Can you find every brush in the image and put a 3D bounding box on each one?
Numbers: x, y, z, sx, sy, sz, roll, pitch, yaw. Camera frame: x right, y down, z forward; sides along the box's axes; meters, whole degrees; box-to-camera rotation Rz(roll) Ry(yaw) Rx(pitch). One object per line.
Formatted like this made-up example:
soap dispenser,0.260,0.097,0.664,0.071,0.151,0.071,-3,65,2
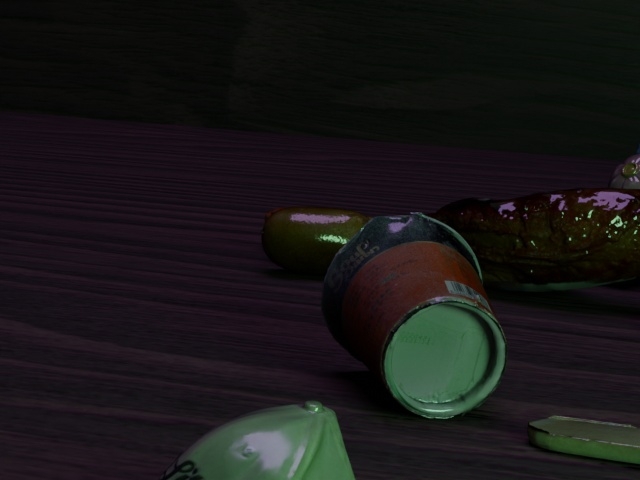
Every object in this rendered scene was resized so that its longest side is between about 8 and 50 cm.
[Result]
brush,0.287,0.140,0.863,0.337,0.020,0.085,7,10,25

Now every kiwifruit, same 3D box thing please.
kiwifruit,0.000,0.000,1.468,0.124,0.075,0.075,7,8,-10

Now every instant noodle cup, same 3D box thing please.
instant noodle cup,0.073,0.059,1.015,0.127,0.127,0.135,2,17,-11

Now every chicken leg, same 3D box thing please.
chicken leg,0.281,0.002,1.405,0.407,0.095,0.158,-3,-8,16

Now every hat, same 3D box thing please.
hat,-0.051,0.123,0.686,0.166,0.081,0.122,-12,12,-24

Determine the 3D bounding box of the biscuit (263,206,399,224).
biscuit,0.062,-0.012,1.596,0.250,0.036,0.165,7,-2,-10

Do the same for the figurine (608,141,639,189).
figurine,0.342,-0.020,1.572,0.114,0.178,0.144,26,-23,24
